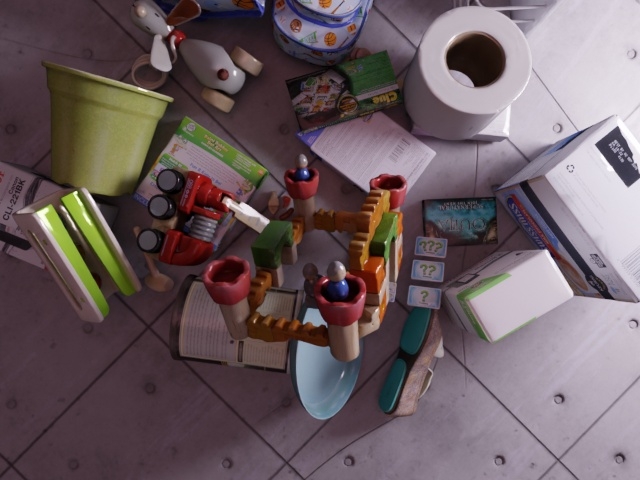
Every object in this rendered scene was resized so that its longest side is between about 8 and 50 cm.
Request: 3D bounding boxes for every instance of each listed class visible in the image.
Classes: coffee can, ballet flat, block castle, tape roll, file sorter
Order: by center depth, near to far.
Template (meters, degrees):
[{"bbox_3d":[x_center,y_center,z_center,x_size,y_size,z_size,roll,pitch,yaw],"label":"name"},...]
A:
[{"bbox_3d":[0.000,0.000,0.917,0.303,0.453,0.213,8,127,18],"label":"block castle"},{"bbox_3d":[0.323,-0.372,1.025,0.246,0.169,0.246,0,84,-2],"label":"tape roll"},{"bbox_3d":[0.422,-0.589,1.036,0.173,0.277,0.193,-2,90,4],"label":"file sorter"},{"bbox_3d":[-0.188,0.197,1.060,0.275,0.201,0.202,8,90,0],"label":"coffee can"},{"bbox_3d":[0.245,0.295,1.127,0.106,0.107,0.316,20,95,-20],"label":"ballet flat"}]

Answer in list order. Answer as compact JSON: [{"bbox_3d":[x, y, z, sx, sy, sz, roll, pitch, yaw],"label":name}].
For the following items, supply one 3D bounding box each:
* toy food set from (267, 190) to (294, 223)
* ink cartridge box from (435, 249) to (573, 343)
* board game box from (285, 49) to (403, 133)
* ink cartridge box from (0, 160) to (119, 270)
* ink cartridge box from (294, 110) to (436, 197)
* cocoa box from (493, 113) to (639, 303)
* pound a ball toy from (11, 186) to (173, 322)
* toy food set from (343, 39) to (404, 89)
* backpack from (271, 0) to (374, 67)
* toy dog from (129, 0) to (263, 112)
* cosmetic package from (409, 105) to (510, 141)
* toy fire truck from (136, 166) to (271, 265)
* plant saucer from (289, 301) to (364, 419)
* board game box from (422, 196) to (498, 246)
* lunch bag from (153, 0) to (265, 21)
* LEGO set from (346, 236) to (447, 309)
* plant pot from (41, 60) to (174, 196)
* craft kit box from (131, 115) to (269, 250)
[{"bbox_3d":[-0.100,-0.063,1.155,0.078,0.019,0.122,9,82,-1],"label":"toy food set"},{"bbox_3d":[0.400,0.119,1.032,0.198,0.273,0.115,-31,88,-1],"label":"ink cartridge box"},{"bbox_3d":[0.057,-0.361,1.095,0.259,0.030,0.136,-16,84,-1],"label":"board game box"},{"bbox_3d":[-0.677,-0.050,1.100,0.273,0.114,0.197,23,90,0],"label":"ink cartridge box"},{"bbox_3d":[0.111,-0.235,1.135,0.311,0.065,0.186,37,89,-2],"label":"ink cartridge box"},{"bbox_3d":[0.636,-0.063,1.051,0.231,0.228,0.347,-37,91,-6],"label":"cocoa box"},{"bbox_3d":[-0.508,0.033,1.028,0.135,0.208,0.319,1,122,34],"label":"pound a ball toy"},{"bbox_3d":[0.115,-0.430,1.147,0.192,0.038,0.132,41,90,0],"label":"toy food set"},{"bbox_3d":[0.005,-0.566,1.068,0.276,0.213,0.263,15,95,-1],"label":"backpack"},{"bbox_3d":[-0.306,-0.441,1.057,0.333,0.161,0.220,15,103,-5],"label":"toy dog"},{"bbox_3d":[0.351,-0.312,1.137,0.239,0.060,0.099,6,85,-1],"label":"cosmetic package"},{"bbox_3d":[-0.259,-0.034,1.051,0.246,0.158,0.217,18,89,10],"label":"toy fire truck"},{"bbox_3d":[0.016,0.242,1.035,0.043,0.317,0.318,1,90,31],"label":"plant saucer"},{"bbox_3d":[0.358,-0.046,1.154,0.186,0.026,0.126,-3,89,-1],"label":"board game box"},{"bbox_3d":[-0.272,-0.708,1.038,0.385,0.239,0.328,16,88,33],"label":"lunch bag"},{"bbox_3d":[0.179,0.060,1.104,0.244,0.060,0.182,7,72,16],"label":"LEGO set"},{"bbox_3d":[-0.508,-0.247,1.050,0.276,0.276,0.254,15,102,0],"label":"plant pot"},{"bbox_3d":[-0.300,-0.141,1.136,0.250,0.061,0.247,34,92,-1],"label":"craft kit box"}]
